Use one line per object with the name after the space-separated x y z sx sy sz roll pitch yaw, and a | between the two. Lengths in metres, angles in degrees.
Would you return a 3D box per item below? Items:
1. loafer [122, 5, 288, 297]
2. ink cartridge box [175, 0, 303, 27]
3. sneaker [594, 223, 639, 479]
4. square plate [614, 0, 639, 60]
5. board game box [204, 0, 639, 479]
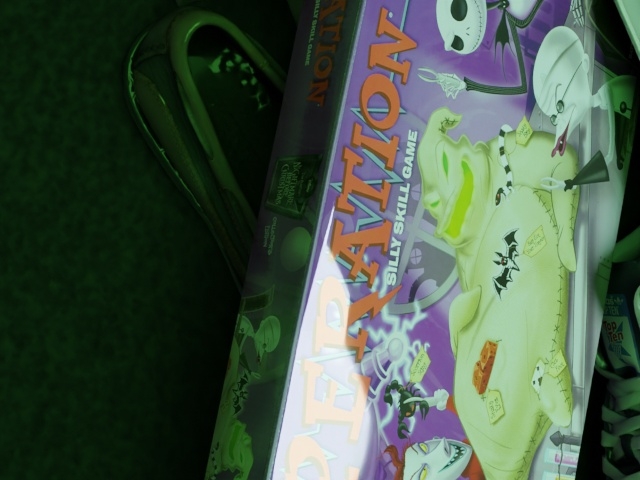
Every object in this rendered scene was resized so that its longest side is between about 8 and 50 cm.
0.000 0.000 0.618 0.096 0.084 0.267 -42 100 -12 | loafer
-0.053 -0.178 0.594 0.060 0.104 0.180 -23 95 -14 | ink cartridge box
0.176 0.110 0.658 0.153 0.099 0.282 34 74 -18 | sneaker
0.302 -0.146 0.679 0.347 0.049 0.344 -28 96 -30 | square plate
0.058 0.017 0.580 0.208 0.056 0.347 16 82 -38 | board game box
